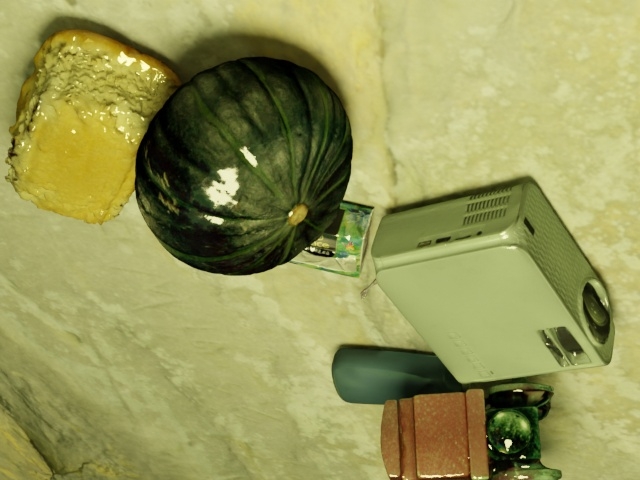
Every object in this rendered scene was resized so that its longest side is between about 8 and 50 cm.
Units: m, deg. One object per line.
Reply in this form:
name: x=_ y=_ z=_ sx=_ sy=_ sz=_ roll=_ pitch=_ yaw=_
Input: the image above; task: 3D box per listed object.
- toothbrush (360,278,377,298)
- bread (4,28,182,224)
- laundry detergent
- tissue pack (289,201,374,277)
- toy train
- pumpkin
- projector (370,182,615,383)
toothbrush: x=0.074 y=0.051 z=1.487 sx=0.006 sy=0.008 sz=0.097 roll=16 pitch=144 yaw=-19
bread: x=-0.264 y=-0.126 z=1.320 sx=0.174 sy=0.121 sz=0.245 roll=14 pitch=140 yaw=-18
laundry detergent: x=0.122 y=0.190 z=1.598 sx=0.206 sy=0.061 sz=0.097 roll=-1 pitch=134 yaw=23
tissue pack: x=0.001 y=0.001 z=1.397 sx=0.111 sy=0.079 sz=0.085 roll=13 pitch=143 yaw=7
toy train: x=0.199 y=0.270 z=1.520 sx=0.221 sy=0.150 sz=0.304 roll=-4 pitch=163 yaw=7
pumpkin: x=-0.083 y=-0.086 z=1.234 sx=0.250 sy=0.216 sz=0.250 roll=-20 pitch=152 yaw=-12
projector: x=0.207 y=0.055 z=1.355 sx=0.198 sy=0.108 sz=0.250 roll=-13 pitch=131 yaw=36
